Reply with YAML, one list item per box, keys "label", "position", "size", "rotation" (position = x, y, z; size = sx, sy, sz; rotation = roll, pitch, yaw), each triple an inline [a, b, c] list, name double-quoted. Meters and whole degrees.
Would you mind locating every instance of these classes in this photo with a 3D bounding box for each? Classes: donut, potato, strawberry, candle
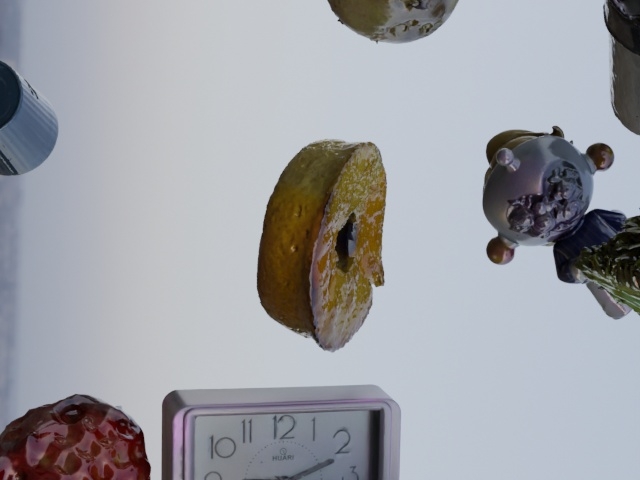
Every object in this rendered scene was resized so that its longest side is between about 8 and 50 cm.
- label: "donut"
  position: [0.000, -0.001, 1.251]
  size: [0.174, 0.074, 0.190]
  rotation: [-40, 137, -55]
- label: "potato"
  position: [0.056, -0.226, 1.164]
  size: [0.089, 0.100, 0.172]
  rotation: [39, -10, 49]
- label: "strawberry"
  position: [-0.213, 0.234, 1.078]
  size: [0.205, 0.205, 0.244]
  rotation: [128, -13, -68]
- label: "candle"
  position: [0.451, -0.214, 1.750]
  size: [0.330, 0.187, 0.187]
  rotation: [74, 5, -49]

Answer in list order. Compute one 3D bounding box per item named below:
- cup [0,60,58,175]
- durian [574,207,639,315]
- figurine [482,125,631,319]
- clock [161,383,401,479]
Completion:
- label: "cup"
  position: [-0.452, -0.182, 1.893]
  size: [0.131, 0.176, 0.155]
  rotation: [-54, 171, -9]
- label: "durian"
  position: [0.455, 0.019, 1.413]
  size: [0.198, 0.394, 0.163]
  rotation: [46, 46, -63]
- label: "figurine"
  position: [0.300, -0.013, 1.736]
  size: [0.133, 0.193, 0.274]
  rotation: [-101, 168, -76]
- label: "clock"
  position: [-0.034, 0.203, 1.184]
  size: [0.063, 0.197, 0.150]
  rotation: [-157, -113, -75]
